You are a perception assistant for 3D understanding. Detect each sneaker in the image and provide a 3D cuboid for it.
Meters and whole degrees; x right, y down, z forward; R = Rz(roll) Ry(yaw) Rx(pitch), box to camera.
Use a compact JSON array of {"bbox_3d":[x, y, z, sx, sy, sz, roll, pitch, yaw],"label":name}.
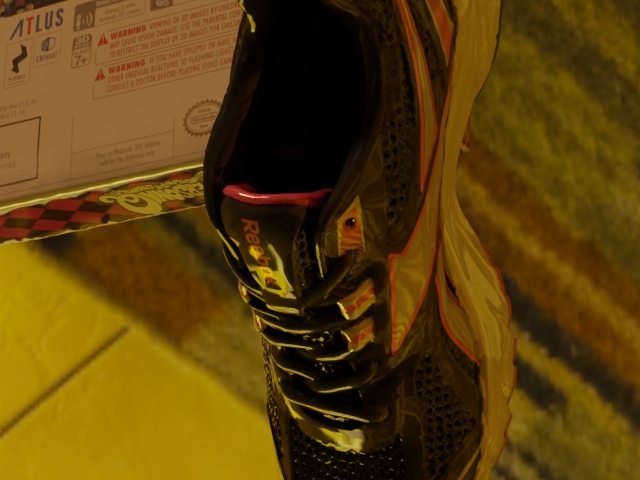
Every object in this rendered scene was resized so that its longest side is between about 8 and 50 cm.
[{"bbox_3d":[0.000,0.000,0.444,0.072,0.077,0.178,2,104,29],"label":"sneaker"}]

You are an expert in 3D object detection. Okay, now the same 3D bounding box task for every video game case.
[{"bbox_3d":[-0.051,-0.114,0.705,0.232,0.210,0.042,-11,156,29],"label":"video game case"}]
